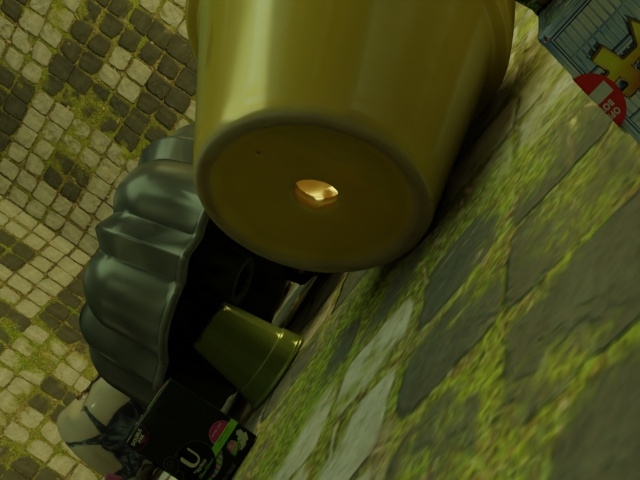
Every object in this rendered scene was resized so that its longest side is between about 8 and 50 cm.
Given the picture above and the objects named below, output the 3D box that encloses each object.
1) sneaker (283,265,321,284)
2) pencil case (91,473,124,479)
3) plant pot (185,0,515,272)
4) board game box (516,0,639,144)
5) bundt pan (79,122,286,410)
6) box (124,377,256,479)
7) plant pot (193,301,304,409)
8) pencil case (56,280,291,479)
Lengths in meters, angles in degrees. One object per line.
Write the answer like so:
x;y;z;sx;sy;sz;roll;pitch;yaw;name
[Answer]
0.000;0.000;0.959;0.178;0.072;0.077;107;-171;-65;sneaker
-0.244;0.330;0.879;0.209;0.095;0.098;-53;36;11;pencil case
0.012;-0.117;0.672;0.254;0.254;0.239;-49;23;50;plant pot
0.100;-0.128;0.332;0.060;0.194;0.194;-51;20;46;board game box
-0.132;0.022;0.938;0.331;0.124;0.330;19;-90;-75;bundt pan
-0.104;0.157;0.722;0.062;0.083;0.052;-56;5;-17;box
-0.070;0.097;0.828;0.083;0.079;0.083;-54;6;8;plant pot
-0.208;0.155;1.284;0.410;0.160;0.183;-55;14;6;pencil case
